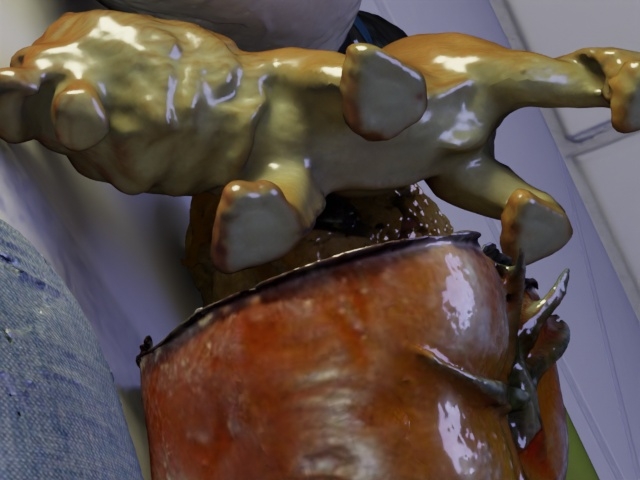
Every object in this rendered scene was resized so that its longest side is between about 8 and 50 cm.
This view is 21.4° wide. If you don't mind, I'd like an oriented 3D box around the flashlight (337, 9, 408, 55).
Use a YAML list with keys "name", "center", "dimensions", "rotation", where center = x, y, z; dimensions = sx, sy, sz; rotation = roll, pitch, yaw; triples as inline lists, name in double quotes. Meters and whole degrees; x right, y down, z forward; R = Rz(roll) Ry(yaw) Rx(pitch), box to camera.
- name: "flashlight"
  center: [-0.004, -0.117, 1.098]
  dimensions: [0.424, 0.103, 0.103]
  rotation: [-26, 93, -78]

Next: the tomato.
- name: "tomato"
  center: [0.028, 0.100, 0.696]
  dimensions: [0.214, 0.181, 0.155]
  rotation: [21, 54, -66]

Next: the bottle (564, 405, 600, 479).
- name: "bottle"
  center: [0.136, 0.189, 1.091]
  dimensions: [0.112, 0.112, 0.260]
  rotation: [-86, 151, -62]

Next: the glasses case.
- name: "glasses case"
  center: [-0.079, 0.118, 0.475]
  dimensions: [0.109, 0.067, 0.282]
  rotation: [35, 37, -61]

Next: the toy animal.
- name: "toy animal"
  center: [0.011, -0.056, 0.728]
  dimensions: [0.157, 0.312, 0.097]
  rotation: [35, -58, 49]

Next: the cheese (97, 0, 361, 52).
- name: "cheese"
  center: [-0.064, -0.183, 0.809]
  dimensions: [0.198, 0.154, 0.189]
  rotation: [34, 52, -64]

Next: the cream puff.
- name: "cream puff"
  center: [0.000, 0.000, 0.817]
  dimensions: [0.104, 0.133, 0.119]
  rotation: [99, 8, -51]
